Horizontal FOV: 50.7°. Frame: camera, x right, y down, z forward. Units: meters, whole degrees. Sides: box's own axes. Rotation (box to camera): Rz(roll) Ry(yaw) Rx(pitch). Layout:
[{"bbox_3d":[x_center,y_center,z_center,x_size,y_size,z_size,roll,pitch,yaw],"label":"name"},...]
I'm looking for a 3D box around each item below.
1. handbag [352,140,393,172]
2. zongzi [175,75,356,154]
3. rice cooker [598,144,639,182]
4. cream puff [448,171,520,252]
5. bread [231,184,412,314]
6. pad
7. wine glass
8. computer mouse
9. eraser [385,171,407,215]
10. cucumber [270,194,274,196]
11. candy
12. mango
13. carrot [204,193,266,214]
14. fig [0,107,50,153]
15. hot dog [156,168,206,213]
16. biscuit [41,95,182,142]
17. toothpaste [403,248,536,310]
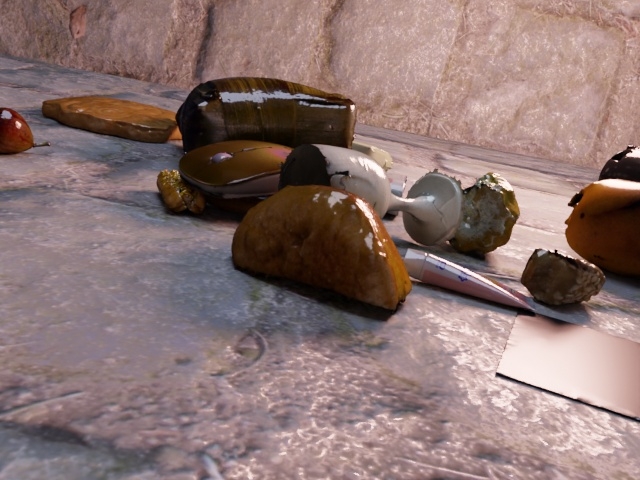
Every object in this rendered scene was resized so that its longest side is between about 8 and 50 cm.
[{"bbox_3d":[0.075,-0.231,1.836,0.256,0.079,0.219,19,7,27],"label":"handbag"},{"bbox_3d":[-0.145,-0.286,1.618,0.403,0.208,0.432,-4,14,-17],"label":"zongzi"},{"bbox_3d":[0.690,-0.070,1.391,0.267,0.224,0.267,10,14,-2],"label":"rice cooker"},{"bbox_3d":[0.288,-0.047,1.212,0.121,0.156,0.156,47,18,-3],"label":"cream puff"},{"bbox_3d":[0.006,-0.007,0.887,0.260,0.134,0.129,18,17,25],"label":"bread"},{"bbox_3d":[0.399,0.167,0.776,0.367,0.007,0.247,16,17,18],"label":"pad"},{"bbox_3d":[0.085,-0.073,1.091,0.321,0.143,0.143,9,14,-38],"label":"wine glass"},{"bbox_3d":[-0.097,-0.129,1.187,0.310,0.072,0.158,-9,29,-44],"label":"computer mouse"},{"bbox_3d":[0.062,-0.117,1.405,0.227,0.081,0.174,11,11,6],"label":"eraser"},{"bbox_3d":[-0.082,-0.106,1.316,0.056,0.056,0.284,-4,23,-41],"label":"cucumber"},{"bbox_3d":[0.361,0.055,1.005,0.110,0.085,0.095,1,28,-45],"label":"candy"},{"bbox_3d":[0.586,-0.017,1.218,0.287,0.201,0.152,9,32,36],"label":"mango"},{"bbox_3d":[-0.097,-0.053,1.147,0.248,0.043,0.043,14,16,19],"label":"carrot"},{"bbox_3d":[-0.581,-0.195,1.286,0.089,0.089,0.125,27,-5,44],"label":"fig"},{"bbox_3d":[-0.239,-0.085,1.155,0.071,0.045,0.165,2,19,-22],"label":"hot dog"},{"bbox_3d":[-0.529,-0.338,1.813,0.385,0.062,0.365,14,17,13],"label":"biscuit"},{"bbox_3d":[0.212,0.060,0.970,0.194,0.043,0.067,19,14,8],"label":"toothpaste"}]
